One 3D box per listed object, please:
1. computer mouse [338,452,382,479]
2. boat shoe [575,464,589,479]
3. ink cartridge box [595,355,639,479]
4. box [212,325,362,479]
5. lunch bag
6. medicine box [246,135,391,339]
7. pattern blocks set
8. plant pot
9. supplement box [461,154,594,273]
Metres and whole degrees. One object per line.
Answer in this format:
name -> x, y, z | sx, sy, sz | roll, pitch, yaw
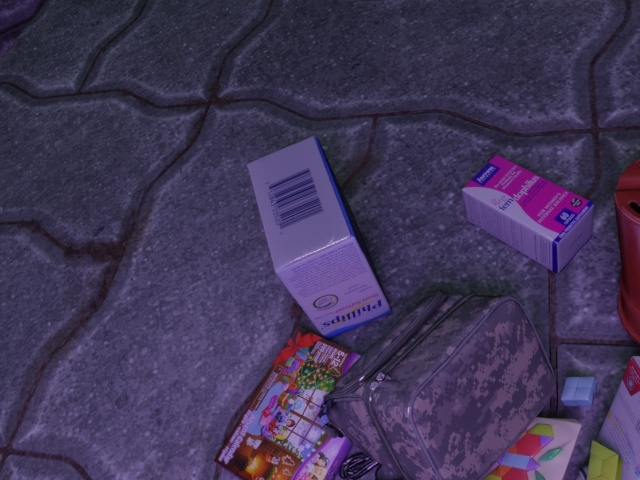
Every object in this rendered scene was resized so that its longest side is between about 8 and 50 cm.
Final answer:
computer mouse -> 0.141, 0.418, 0.980 | 0.184, 0.060, 0.262 | -28, 27, 2
boat shoe -> 0.356, 0.500, 0.843 | 0.157, 0.136, 0.366 | -10, 64, 16
ink cartridge box -> 0.489, 0.276, 0.873 | 0.128, 0.176, 0.128 | 7, 28, 0
box -> -0.031, 0.322, 1.134 | 0.201, 0.057, 0.293 | 20, 65, 29
lunch bag -> 0.173, 0.228, 1.003 | 0.305, 0.212, 0.256 | -39, 18, -27
medicine box -> 0.000, 0.000, 1.196 | 0.149, 0.289, 0.263 | -23, 53, 6
pattern blocks set -> 0.303, 0.340, 0.939 | 0.286, 0.026, 0.324 | -21, 29, 38
plant pot -> 0.581, 0.007, 0.959 | 0.273, 0.265, 0.272 | -21, 36, 16
supplement box -> 0.397, -0.054, 1.207 | 0.111, 0.114, 0.220 | -45, 53, -12
